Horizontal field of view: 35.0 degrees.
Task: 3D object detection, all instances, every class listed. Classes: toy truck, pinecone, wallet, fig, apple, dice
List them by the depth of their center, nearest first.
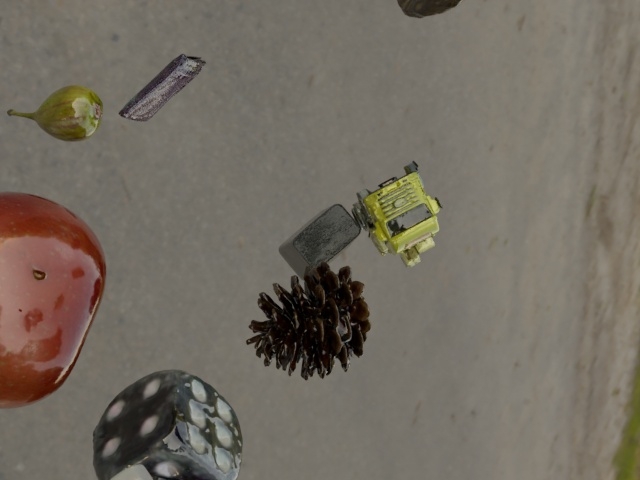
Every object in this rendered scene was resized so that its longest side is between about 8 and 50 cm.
[{"bbox_3d":[-0.379,0.065,1.219,0.216,0.260,0.260,22,93,-21],"label":"apple"},{"bbox_3d":[-0.023,0.118,1.413,0.165,0.163,0.163,-13,128,-22],"label":"pinecone"},{"bbox_3d":[-0.415,-0.186,1.597,0.093,0.166,0.093,39,41,-45],"label":"fig"},{"bbox_3d":[-0.244,0.331,1.630,0.183,0.182,0.181,-31,126,18],"label":"dice"},{"bbox_3d":[0.145,-0.031,1.852,0.124,0.157,0.272,-28,174,-4],"label":"toy truck"},{"bbox_3d":[-0.287,-0.277,1.853,0.166,0.030,0.111,-41,178,15],"label":"wallet"}]

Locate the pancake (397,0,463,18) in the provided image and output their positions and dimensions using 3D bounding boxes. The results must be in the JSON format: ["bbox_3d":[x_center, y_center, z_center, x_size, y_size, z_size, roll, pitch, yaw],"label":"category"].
[{"bbox_3d":[0.211,-0.418,1.377,0.033,0.286,0.288,36,103,-24],"label":"pancake"}]

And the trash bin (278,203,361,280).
[{"bbox_3d":[0.000,0.000,2.417,0.165,0.115,0.225,-39,179,-9],"label":"trash bin"}]

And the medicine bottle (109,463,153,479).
[{"bbox_3d":[-0.204,0.376,1.282,0.119,0.183,0.069,-6,140,-53],"label":"medicine bottle"}]
